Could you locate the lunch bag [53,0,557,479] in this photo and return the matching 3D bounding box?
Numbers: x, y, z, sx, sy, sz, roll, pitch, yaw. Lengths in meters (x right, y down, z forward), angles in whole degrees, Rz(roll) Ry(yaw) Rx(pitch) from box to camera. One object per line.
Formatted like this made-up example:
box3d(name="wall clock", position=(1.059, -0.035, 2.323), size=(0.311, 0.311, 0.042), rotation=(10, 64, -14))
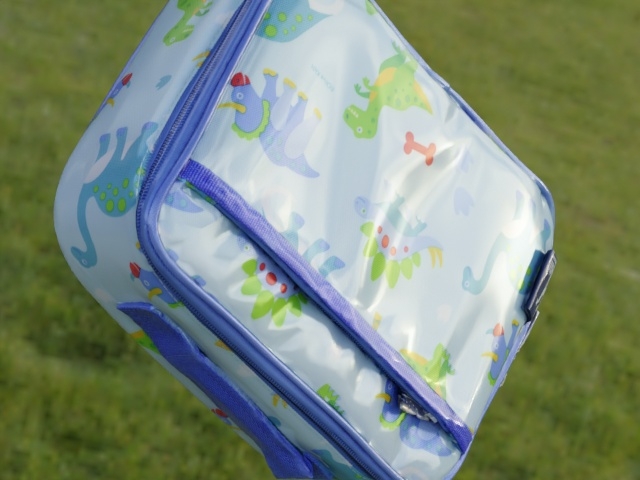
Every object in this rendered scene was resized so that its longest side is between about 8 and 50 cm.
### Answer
box3d(name="lunch bag", position=(0.000, 0.000, 0.827), size=(0.090, 0.219, 0.176), rotation=(-2, 49, 47))
